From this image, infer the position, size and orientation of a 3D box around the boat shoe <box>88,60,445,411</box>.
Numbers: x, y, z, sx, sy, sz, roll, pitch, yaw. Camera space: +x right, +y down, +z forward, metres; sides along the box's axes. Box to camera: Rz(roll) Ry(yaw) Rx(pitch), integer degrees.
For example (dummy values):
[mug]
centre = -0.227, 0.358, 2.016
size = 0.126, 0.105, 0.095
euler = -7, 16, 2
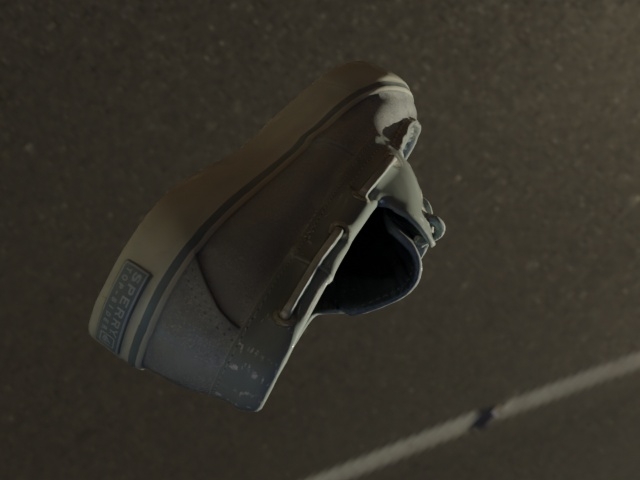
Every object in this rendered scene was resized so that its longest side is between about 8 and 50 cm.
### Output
[boat shoe]
centre = 0.000, -0.001, 0.549
size = 0.079, 0.081, 0.227
euler = -62, 170, 32
